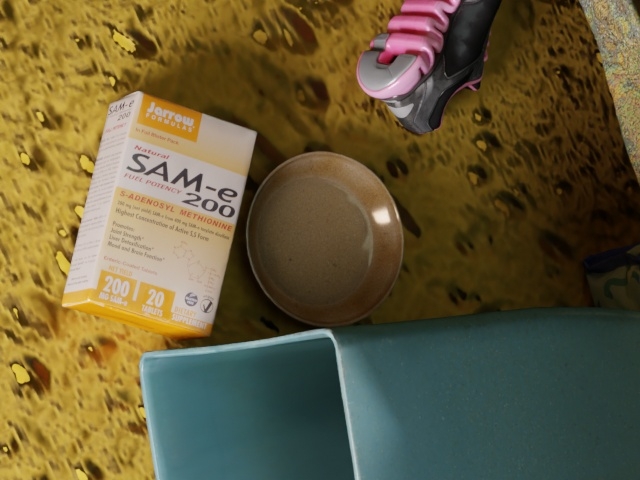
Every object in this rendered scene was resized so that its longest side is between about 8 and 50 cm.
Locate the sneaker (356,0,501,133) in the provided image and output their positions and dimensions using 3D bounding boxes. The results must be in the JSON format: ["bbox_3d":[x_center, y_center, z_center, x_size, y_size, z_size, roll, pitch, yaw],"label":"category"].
[{"bbox_3d":[0.066,-0.102,0.978,0.119,0.047,0.057,-53,127,-20],"label":"sneaker"}]

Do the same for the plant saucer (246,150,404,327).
[{"bbox_3d":[0.000,0.000,0.943,0.083,0.015,0.083,3,83,-26],"label":"plant saucer"}]

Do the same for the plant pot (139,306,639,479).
[{"bbox_3d":[0.070,0.111,0.889,0.234,0.165,0.165,-7,88,-33],"label":"plant pot"}]

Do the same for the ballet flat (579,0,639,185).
[{"bbox_3d":[0.194,-0.090,0.934,0.123,0.123,0.348,-10,68,-27],"label":"ballet flat"}]

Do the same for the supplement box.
[{"bbox_3d":[-0.072,-0.010,0.895,0.062,0.036,0.098,17,76,-25],"label":"supplement box"}]

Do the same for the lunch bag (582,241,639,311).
[{"bbox_3d":[0.224,0.048,1.007,0.151,0.096,0.128,-16,91,-18],"label":"lunch bag"}]
